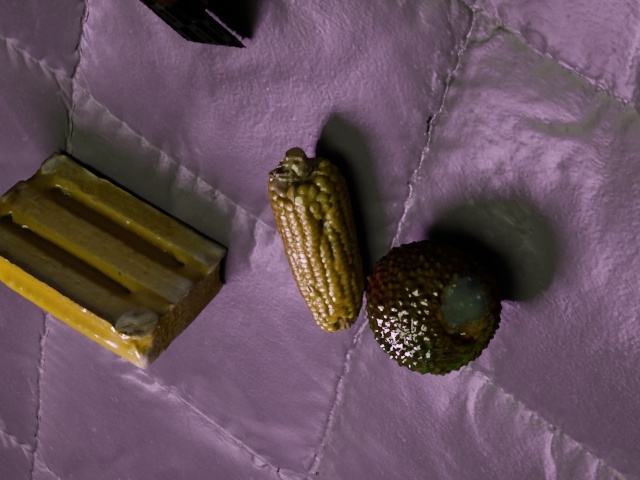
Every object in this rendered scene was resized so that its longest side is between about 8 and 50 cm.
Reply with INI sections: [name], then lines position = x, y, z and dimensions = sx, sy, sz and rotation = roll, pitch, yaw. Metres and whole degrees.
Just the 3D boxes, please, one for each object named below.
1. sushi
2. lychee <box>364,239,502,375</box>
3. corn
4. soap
[sushi]
position = -0.168, -0.292, 1.801
dimensions = 0.193, 0.210, 0.040
rotation = 41, 104, 7
[lychee]
position = 0.124, 0.075, 1.852
dimensions = 0.171, 0.171, 0.171
rotation = 27, 139, 25
[corn]
position = 0.000, 0.000, 1.947
dimensions = 0.097, 0.097, 0.261
rotation = 14, 134, 37
[soap]
position = -0.305, 0.025, 2.193
dimensions = 0.315, 0.199, 0.091
rotation = 29, 147, 20
